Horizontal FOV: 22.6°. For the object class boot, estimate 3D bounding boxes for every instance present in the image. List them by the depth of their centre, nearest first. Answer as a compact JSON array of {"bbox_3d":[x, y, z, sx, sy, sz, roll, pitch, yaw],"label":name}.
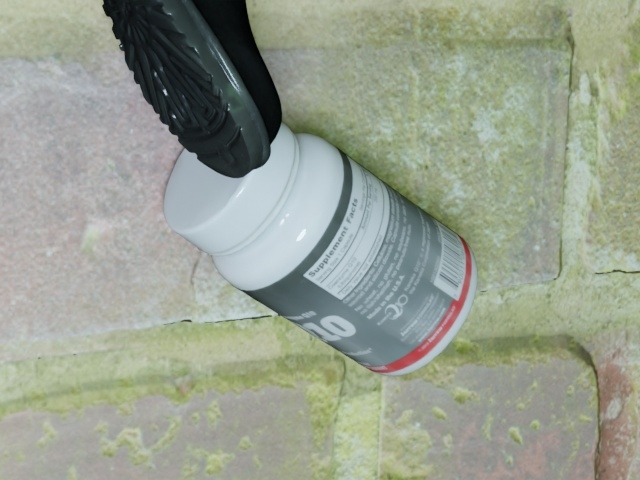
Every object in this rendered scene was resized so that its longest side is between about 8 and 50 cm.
[{"bbox_3d":[-0.059,-0.253,1.385,0.260,0.131,0.348,-28,92,-25],"label":"boot"}]

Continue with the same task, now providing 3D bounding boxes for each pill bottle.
[{"bbox_3d":[0.000,0.000,1.508,0.283,0.161,0.161,33,81,-33],"label":"pill bottle"}]
